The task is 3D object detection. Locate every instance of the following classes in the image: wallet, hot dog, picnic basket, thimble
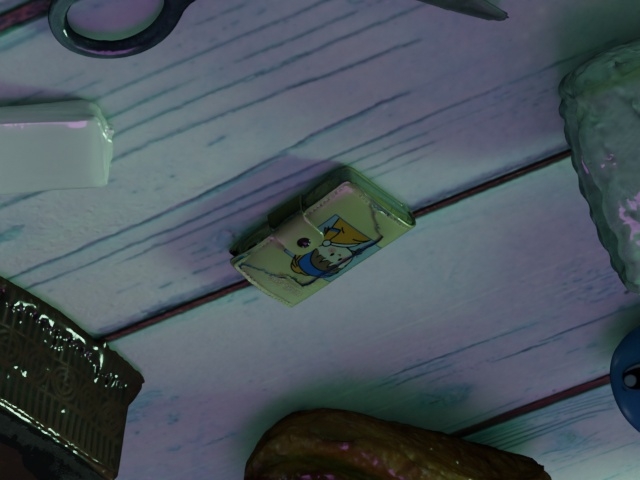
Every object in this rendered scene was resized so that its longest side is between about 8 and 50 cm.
[{"bbox_3d":[0.000,0.000,1.297,0.155,0.039,0.110,-35,136,23],"label":"wallet"},{"bbox_3d":[0.094,0.309,1.567,0.387,0.174,0.267,18,133,-31],"label":"hot dog"},{"bbox_3d":[-0.315,0.174,1.349,0.222,0.129,0.297,-28,138,16],"label":"picnic basket"},{"bbox_3d":[0.306,-0.075,1.160,0.171,0.205,0.250,-19,144,7],"label":"thimble"},{"bbox_3d":[-0.268,-0.075,1.152,0.190,0.033,0.095,-6,140,-6],"label":"wallet"}]

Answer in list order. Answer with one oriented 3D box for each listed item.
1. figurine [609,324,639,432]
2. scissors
[{"bbox_3d":[0.492,0.084,1.405,0.416,0.243,0.298,-28,93,13],"label":"figurine"},{"bbox_3d":[-0.007,-0.228,1.044,0.383,0.029,0.256,3,136,-14],"label":"scissors"}]
